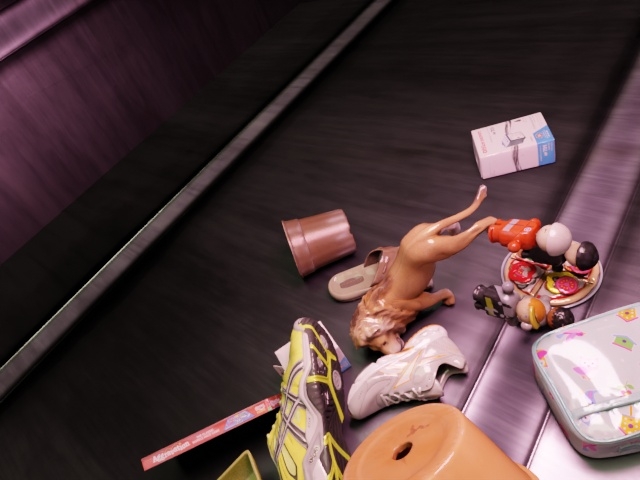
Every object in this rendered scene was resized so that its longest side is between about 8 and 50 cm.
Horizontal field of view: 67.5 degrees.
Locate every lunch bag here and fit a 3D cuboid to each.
[{"bbox_3d":[0.525,0.232,0.804,0.280,0.107,0.223,-20,42,8],"label":"lunch bag"}]

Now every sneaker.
[{"bbox_3d":[0.175,0.282,0.952,0.263,0.099,0.121,-36,46,-7],"label":"sneaker"},{"bbox_3d":[-0.037,0.334,0.913,0.147,0.145,0.384,-16,60,22],"label":"sneaker"}]

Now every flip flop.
[{"bbox_3d":[0.143,0.065,1.197,0.277,0.080,0.112,-22,41,7],"label":"flip flop"}]

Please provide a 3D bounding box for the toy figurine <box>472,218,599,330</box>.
[{"bbox_3d":[0.415,0.071,0.917,0.148,0.213,0.209,12,84,48],"label":"toy figurine"}]

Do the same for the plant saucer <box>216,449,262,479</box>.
[{"bbox_3d":[-0.150,0.525,0.879,0.188,0.045,0.188,-47,41,8],"label":"plant saucer"}]

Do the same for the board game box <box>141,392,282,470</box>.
[{"bbox_3d":[-0.215,0.397,1.008,0.282,0.145,0.027,-26,76,1],"label":"board game box"}]

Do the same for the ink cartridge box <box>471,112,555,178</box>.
[{"bbox_3d":[0.528,-0.261,1.325,0.191,0.082,0.139,-12,43,15],"label":"ink cartridge box"}]

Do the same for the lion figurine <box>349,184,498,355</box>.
[{"bbox_3d":[0.199,0.065,1.002,0.241,0.391,0.142,-8,36,-31],"label":"lion figurine"}]

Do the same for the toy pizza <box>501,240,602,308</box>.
[{"bbox_3d":[0.500,0.062,1.047,0.202,0.032,0.201,-15,43,14],"label":"toy pizza"}]

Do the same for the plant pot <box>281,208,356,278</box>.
[{"bbox_3d":[0.000,0.000,1.291,0.165,0.166,0.166,-19,41,-3],"label":"plant pot"}]

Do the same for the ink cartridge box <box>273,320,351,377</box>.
[{"bbox_3d":[-0.024,0.270,1.068,0.143,0.092,0.090,-35,42,-6],"label":"ink cartridge box"}]

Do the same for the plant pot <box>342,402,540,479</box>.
[{"bbox_3d":[0.165,0.376,0.677,0.291,0.203,0.291,-33,3,2],"label":"plant pot"}]
